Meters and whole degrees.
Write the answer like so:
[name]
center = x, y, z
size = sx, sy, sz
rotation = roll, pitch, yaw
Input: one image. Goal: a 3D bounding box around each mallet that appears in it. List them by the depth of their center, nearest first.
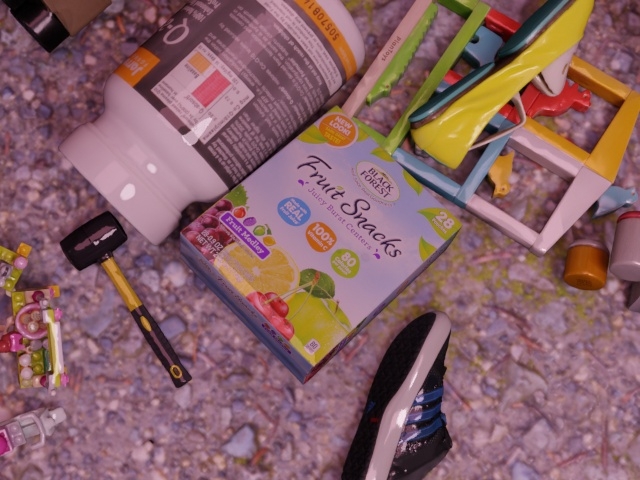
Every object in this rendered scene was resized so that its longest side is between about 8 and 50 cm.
[mallet]
center = -0.193, 0.065, 0.965
size = 0.062, 0.039, 0.189
rotation = -26, 82, -4

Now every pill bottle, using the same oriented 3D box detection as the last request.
[pill bottle]
center = -0.103, -0.137, 0.937
size = 0.278, 0.162, 0.162
rotation = -45, 80, -7

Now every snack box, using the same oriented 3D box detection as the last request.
[snack box]
center = 0.000, 0.000, 0.926
size = 0.174, 0.070, 0.207
rotation = 44, 66, 10

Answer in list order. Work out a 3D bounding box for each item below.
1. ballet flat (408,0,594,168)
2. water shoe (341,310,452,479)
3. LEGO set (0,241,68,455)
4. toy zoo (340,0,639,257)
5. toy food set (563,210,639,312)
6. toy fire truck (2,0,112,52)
[ballet flat]
center = 0.188, -0.155, 0.947
size = 0.231, 0.077, 0.077
rotation = -40, 100, -3
[water shoe]
center = 0.087, 0.167, 0.923
size = 0.080, 0.073, 0.203
rotation = 28, 80, -19
[LEGO set]
center = -0.302, 0.056, 0.889
size = 0.132, 0.107, 0.287
rotation = -29, 102, -18
[toy zoo]
center = 0.186, -0.116, 0.985
size = 0.293, 0.030, 0.192
rotation = 32, 82, 8
[toy food set]
center = 0.353, 0.010, 0.915
size = 0.232, 0.111, 0.104
rotation = 14, 67, 6
[toy fire truck]
center = -0.342, -0.320, 0.966
size = 0.158, 0.217, 0.246
rotation = -43, 69, -6
